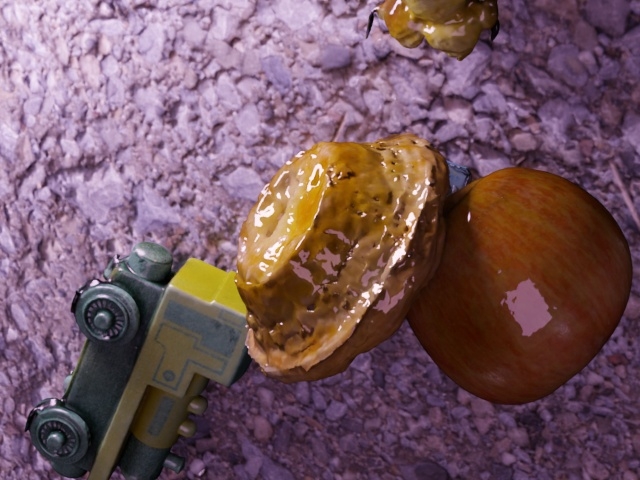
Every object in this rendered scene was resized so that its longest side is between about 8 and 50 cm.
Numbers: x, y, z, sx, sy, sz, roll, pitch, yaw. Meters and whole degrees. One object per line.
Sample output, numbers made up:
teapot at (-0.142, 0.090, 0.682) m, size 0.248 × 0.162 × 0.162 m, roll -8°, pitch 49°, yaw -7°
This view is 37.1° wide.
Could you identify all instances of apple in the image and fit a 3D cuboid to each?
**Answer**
apple at (0.208, 0.040, 1.068) m, size 0.264 × 0.264 × 0.264 m, roll 3°, pitch 106°, yaw 12°

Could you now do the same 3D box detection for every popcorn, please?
popcorn at (0.131, -0.313, 1.051) m, size 0.174 × 0.168 × 0.195 m, roll -8°, pitch 141°, yaw -1°

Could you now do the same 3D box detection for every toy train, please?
toy train at (-0.235, 0.187, 1.274) m, size 0.237 × 0.150 × 0.369 m, roll 25°, pitch 111°, yaw -1°

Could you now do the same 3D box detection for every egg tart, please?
egg tart at (0.001, 0.002, 1.063) m, size 0.129 × 0.341 × 0.341 m, roll 32°, pitch 112°, yaw -26°

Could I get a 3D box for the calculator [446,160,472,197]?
calculator at (0.138, -0.018, 1.195) m, size 0.057 × 0.018 × 0.172 m, roll 22°, pitch 110°, yaw 8°
